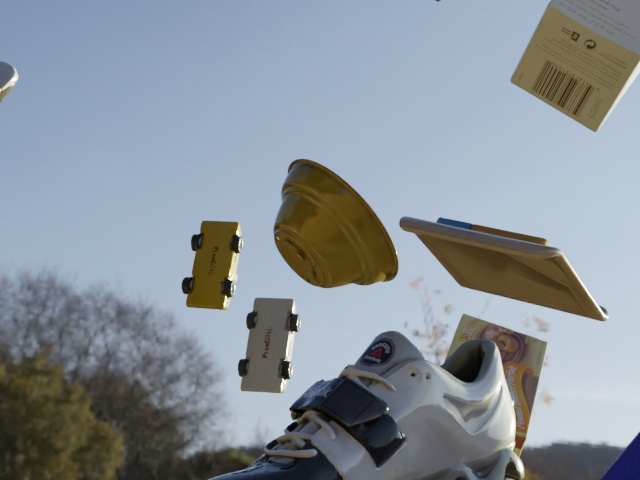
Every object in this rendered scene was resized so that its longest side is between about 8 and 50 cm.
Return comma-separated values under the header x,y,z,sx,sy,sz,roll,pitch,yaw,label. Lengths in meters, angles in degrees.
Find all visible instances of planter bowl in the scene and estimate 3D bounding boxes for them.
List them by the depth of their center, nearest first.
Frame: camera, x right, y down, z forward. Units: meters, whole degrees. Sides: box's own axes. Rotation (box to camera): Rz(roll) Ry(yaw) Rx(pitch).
x,y,z,sx,sy,sz,roll,pitch,yaw,label
0.000,0.000,1.460,0.217,0.090,0.217,40,-23,20,planter bowl

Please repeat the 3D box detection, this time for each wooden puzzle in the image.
x,y,z,sx,sy,sz,roll,pitch,yaw,label
0.243,0.030,1.370,0.221,0.044,0.238,14,-14,37,wooden puzzle

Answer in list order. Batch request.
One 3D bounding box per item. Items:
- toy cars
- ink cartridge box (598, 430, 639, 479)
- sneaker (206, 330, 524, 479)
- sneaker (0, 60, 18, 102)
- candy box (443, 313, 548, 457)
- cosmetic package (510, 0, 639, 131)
x,y,z,sx,sy,sz,roll,pitch,yaw,label
-0.148,0.133,2.045,0.176,0.394,0.087,-34,-27,-5,toy cars
0.177,0.240,0.716,0.069,0.176,0.371,38,-24,21,ink cartridge box
0.026,0.150,0.855,0.330,0.146,0.122,-8,6,-38,sneaker
-0.400,-0.138,1.187,0.061,0.158,0.065,46,-7,31,sneaker
0.316,0.279,2.008,0.182,0.316,0.088,18,-57,10,candy box
0.399,-0.289,1.529,0.151,0.184,0.151,32,-39,10,cosmetic package
